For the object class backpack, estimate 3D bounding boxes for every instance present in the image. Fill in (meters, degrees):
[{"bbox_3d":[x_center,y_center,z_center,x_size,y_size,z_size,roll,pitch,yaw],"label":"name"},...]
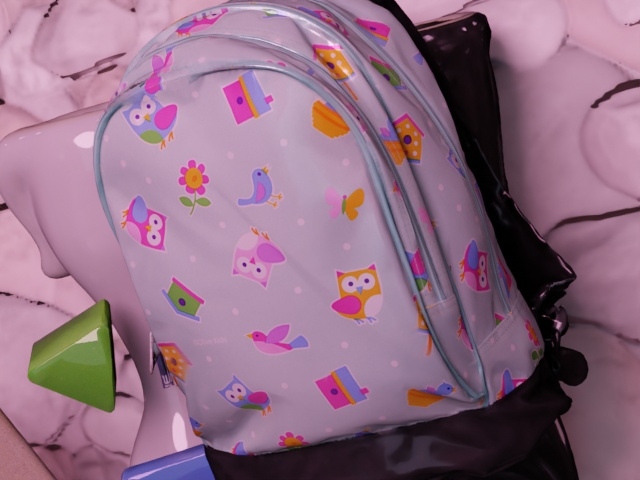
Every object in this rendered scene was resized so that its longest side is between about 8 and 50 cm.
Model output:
[{"bbox_3d":[0.000,0.000,0.560,0.152,0.115,0.182,-15,104,18],"label":"backpack"}]

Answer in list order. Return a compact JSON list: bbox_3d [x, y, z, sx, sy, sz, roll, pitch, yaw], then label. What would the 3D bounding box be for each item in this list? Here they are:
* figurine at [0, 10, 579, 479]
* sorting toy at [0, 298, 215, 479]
[{"bbox_3d":[-0.011,0.030,0.673,0.214,0.092,0.209,-12,99,15],"label":"figurine"},{"bbox_3d":[-0.180,0.153,0.669,0.347,0.047,0.196,-31,109,3],"label":"sorting toy"}]
